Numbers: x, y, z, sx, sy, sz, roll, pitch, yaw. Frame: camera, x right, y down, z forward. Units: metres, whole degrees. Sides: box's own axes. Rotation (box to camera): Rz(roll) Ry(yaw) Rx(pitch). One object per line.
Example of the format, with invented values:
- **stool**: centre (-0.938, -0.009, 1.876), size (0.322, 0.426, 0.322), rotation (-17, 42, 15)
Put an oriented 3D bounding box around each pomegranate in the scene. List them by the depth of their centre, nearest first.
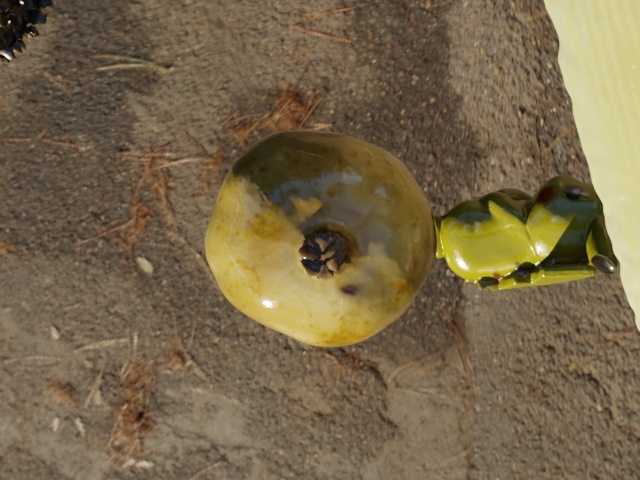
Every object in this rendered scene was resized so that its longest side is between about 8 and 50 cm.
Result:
- **pomegranate**: centre (0.000, 0.000, 0.653), size (0.196, 0.196, 0.196), rotation (4, 111, 12)

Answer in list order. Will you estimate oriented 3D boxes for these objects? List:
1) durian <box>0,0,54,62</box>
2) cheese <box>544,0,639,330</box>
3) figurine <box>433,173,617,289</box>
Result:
- **durian**: centre (-0.275, -0.203, 0.570), size (0.196, 0.196, 0.166), rotation (-33, 69, 22)
- **cheese**: centre (0.278, -0.076, 0.476), size (0.243, 0.124, 0.265), rotation (0, 115, 54)
- **figurine**: centre (0.342, -0.008, 1.299), size (0.327, 0.218, 0.169), rotation (-13, 96, 30)
